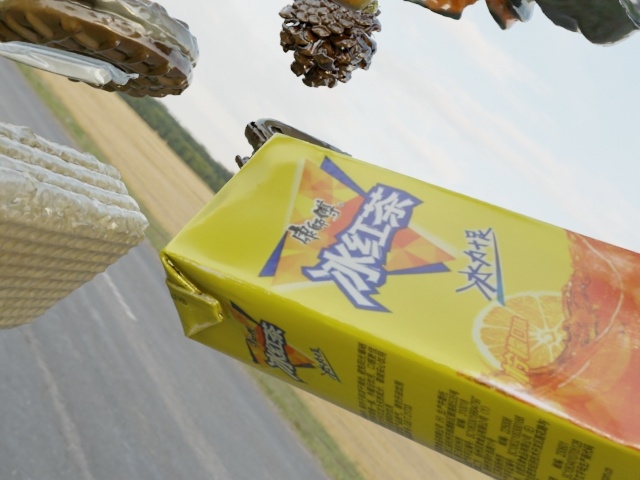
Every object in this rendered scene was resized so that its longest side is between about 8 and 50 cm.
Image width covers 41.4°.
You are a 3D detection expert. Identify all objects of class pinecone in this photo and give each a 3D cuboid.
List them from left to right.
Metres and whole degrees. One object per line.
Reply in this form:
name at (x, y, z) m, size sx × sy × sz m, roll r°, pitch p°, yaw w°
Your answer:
pinecone at (0.011, -0.306, 1.279) m, size 0.173 × 0.173 × 0.173 m, roll 45°, pitch -3°, yaw 3°

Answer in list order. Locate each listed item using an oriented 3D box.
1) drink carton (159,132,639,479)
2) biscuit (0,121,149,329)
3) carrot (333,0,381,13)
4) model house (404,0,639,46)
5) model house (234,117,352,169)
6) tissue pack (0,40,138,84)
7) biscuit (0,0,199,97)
drink carton at (0.078, 0.051, 0.582) m, size 0.351 × 0.154 × 0.111 m, roll 21°, pitch -39°, yaw 22°
biscuit at (-0.225, -0.017, 0.409) m, size 0.078 × 0.144 × 0.426 m, roll 56°, pitch 8°, yaw 10°
carrot at (-0.033, -0.334, 0.856) m, size 0.271 × 0.062 × 0.066 m, roll 43°, pitch -13°, yaw -13°
model house at (0.180, -0.308, 0.920) m, size 0.301 × 0.271 × 0.190 m, roll -13°, pitch -46°, yaw 33°
model house at (-0.006, 0.002, 0.811) m, size 0.141 × 0.164 × 0.203 m, roll 7°, pitch 31°, yaw -30°
tissue pack at (-0.338, -0.231, 1.089) m, size 0.193 × 0.026 × 0.122 m, roll 13°, pitch 13°, yaw -6°
biscuit at (-0.353, -0.320, 1.357) m, size 0.332 × 0.103 × 0.332 m, roll 13°, pitch -9°, yaw 2°
